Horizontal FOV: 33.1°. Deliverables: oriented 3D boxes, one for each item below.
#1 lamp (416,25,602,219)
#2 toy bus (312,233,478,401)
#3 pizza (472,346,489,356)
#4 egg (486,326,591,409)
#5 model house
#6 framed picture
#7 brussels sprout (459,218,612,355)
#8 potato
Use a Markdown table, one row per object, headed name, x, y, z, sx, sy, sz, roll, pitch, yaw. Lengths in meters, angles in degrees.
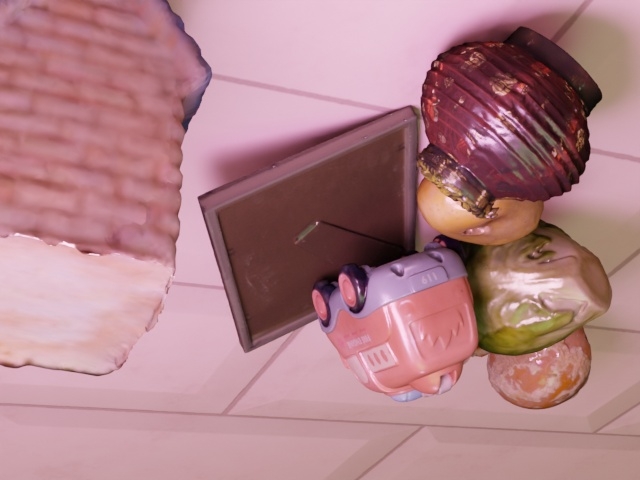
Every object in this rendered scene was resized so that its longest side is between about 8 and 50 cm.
| name | x | y | z | sx | sy | sz | roll | pitch | yaw |
| --- | --- | --- | --- | --- | --- | --- | --- | --- | --- |
| lamp | 0.228 | -0.144 | 1.358 | 0.247 | 0.247 | 0.247 | -7 | 148 | -4 |
| toy bus | 0.130 | 0.129 | 1.649 | 0.194 | 0.232 | 0.288 | -20 | 173 | -23 |
| pizza | 0.349 | 0.112 | 1.872 | 0.271 | 0.134 | 0.056 | -36 | 99 | 5 |
| egg | 0.412 | 0.225 | 2.037 | 0.195 | 0.195 | 0.233 | -2 | 143 | -12 |
| model house | -0.372 | -0.109 | 1.141 | 0.445 | 0.400 | 0.395 | 10 | 157 | -15 |
| framed picture | 0.000 | 0.000 | 1.629 | 0.326 | 0.028 | 0.446 | -24 | 150 | -11 |
| brussels sprout | 0.320 | 0.070 | 1.692 | 0.219 | 0.210 | 0.271 | -24 | -170 | -41 |
| potato | 0.228 | -0.062 | 1.558 | 0.150 | 0.146 | 0.234 | -44 | 150 | 17 |
